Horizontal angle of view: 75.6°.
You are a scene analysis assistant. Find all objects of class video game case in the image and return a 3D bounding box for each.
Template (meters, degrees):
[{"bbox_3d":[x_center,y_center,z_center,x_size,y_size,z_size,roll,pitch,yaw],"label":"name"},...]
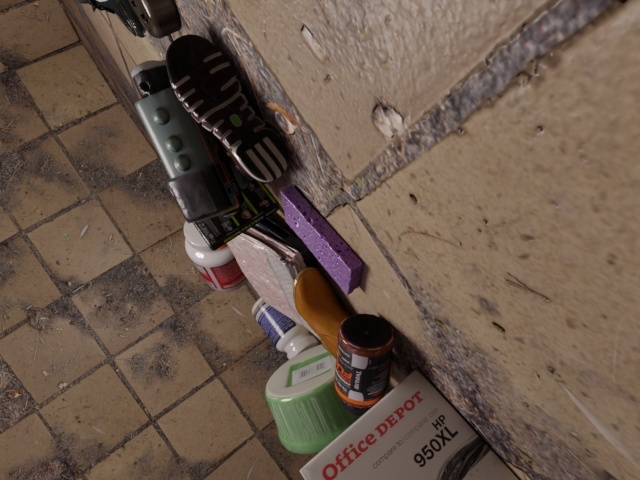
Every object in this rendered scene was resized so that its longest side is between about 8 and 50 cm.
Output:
[{"bbox_3d":[-0.094,0.052,1.082,0.248,0.035,0.274,34,154,34],"label":"video game case"}]

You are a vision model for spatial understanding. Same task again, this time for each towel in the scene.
[{"bbox_3d":[-0.119,0.104,1.090,0.317,0.053,0.331,25,148,42],"label":"towel"}]

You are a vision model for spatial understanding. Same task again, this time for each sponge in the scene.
[{"bbox_3d":[0.000,0.000,0.786,0.210,0.031,0.117,50,163,21],"label":"sponge"}]

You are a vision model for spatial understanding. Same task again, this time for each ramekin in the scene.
[{"bbox_3d":[0.000,0.404,1.116,0.148,0.303,0.303,66,162,-8],"label":"ramekin"}]

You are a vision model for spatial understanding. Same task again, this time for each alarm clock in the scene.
[{"bbox_3d":[-0.324,-0.463,0.768,0.129,0.064,0.192,54,161,8],"label":"alarm clock"}]

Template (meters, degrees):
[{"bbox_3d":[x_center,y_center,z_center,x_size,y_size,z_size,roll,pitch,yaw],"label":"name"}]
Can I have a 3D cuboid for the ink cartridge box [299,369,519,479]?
[{"bbox_3d":[0.192,0.477,0.705,0.395,0.285,0.166,46,160,29],"label":"ink cartridge box"}]

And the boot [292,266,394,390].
[{"bbox_3d":[0.061,0.201,0.920,0.211,0.104,0.295,24,144,46],"label":"boot"}]

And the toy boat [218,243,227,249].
[{"bbox_3d":[-0.273,-0.020,1.309,0.231,0.151,0.151,54,164,8],"label":"toy boat"}]

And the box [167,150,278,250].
[{"bbox_3d":[-0.226,-0.101,0.963,0.190,0.184,0.045,51,162,14],"label":"box"}]

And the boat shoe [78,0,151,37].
[{"bbox_3d":[-0.537,-0.612,0.985,0.340,0.113,0.127,56,163,-1],"label":"boat shoe"}]

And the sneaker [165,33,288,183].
[{"bbox_3d":[-0.173,-0.211,0.747,0.281,0.106,0.162,56,167,-4],"label":"sneaker"}]

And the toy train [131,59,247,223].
[{"bbox_3d":[-0.252,-0.191,0.817,0.190,0.142,0.333,-82,-27,-71],"label":"toy train"}]

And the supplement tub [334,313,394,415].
[{"bbox_3d":[0.081,0.247,0.799,0.106,0.106,0.197,38,134,47],"label":"supplement tub"}]

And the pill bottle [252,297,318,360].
[{"bbox_3d":[-0.135,0.331,1.592,0.264,0.153,0.153,48,162,26],"label":"pill bottle"}]

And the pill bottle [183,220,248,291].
[{"bbox_3d":[-0.426,0.042,1.728,0.229,0.229,0.407,49,162,23],"label":"pill bottle"}]
